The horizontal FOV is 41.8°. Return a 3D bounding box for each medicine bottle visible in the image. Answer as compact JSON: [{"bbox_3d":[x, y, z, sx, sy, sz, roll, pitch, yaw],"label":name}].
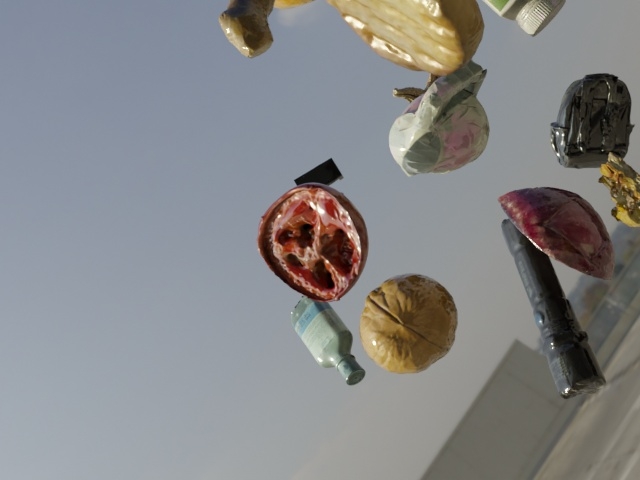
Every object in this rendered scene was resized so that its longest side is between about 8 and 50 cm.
[{"bbox_3d":[0.353,-0.471,1.552,0.088,0.188,0.132,-51,-10,34],"label":"medicine bottle"},{"bbox_3d":[0.016,0.191,1.606,0.054,0.208,0.090,19,-66,-45],"label":"medicine bottle"}]

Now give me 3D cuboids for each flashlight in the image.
[{"bbox_3d":[0.478,0.125,1.765,0.103,0.423,0.103,-11,-30,-6],"label":"flashlight"}]

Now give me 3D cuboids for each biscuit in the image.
[{"bbox_3d":[0.116,-0.329,1.175,0.091,0.274,0.213,-54,-34,-9],"label":"biscuit"}]

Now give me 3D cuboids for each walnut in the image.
[{"bbox_3d":[0.142,0.133,1.352,0.165,0.165,0.197,-59,-6,10],"label":"walnut"}]

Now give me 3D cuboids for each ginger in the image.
[{"bbox_3d":[-0.122,-0.389,1.464,0.069,0.095,0.190,72,-159,-54],"label":"ginger"}]

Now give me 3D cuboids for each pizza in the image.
[{"bbox_3d":[0.583,-0.096,1.606,0.063,0.161,0.182,-26,11,2],"label":"pizza"}]

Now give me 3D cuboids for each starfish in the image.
[{"bbox_3d":[0.259,-0.330,2.048,0.241,0.043,0.227,3,-48,-32],"label":"starfish"}]

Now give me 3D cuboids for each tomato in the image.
[{"bbox_3d":[0.000,-0.001,1.559,0.101,0.228,0.228,-23,-37,-54],"label":"tomato"}]

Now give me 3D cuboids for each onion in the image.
[{"bbox_3d":[0.528,-0.030,1.758,0.250,0.247,0.111,17,-64,-36],"label":"onion"}]

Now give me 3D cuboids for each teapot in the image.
[{"bbox_3d":[0.235,-0.214,1.593,0.178,0.163,0.222,-31,-4,-46],"label":"teapot"}]

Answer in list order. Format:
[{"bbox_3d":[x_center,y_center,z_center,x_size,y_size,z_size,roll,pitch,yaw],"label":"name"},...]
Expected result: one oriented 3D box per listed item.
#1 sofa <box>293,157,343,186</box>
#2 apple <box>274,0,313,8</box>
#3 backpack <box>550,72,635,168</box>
[{"bbox_3d":[-0.004,-0.160,2.184,0.118,0.060,0.039,-31,-14,3],"label":"sofa"},{"bbox_3d":[-0.055,-0.614,1.734,0.286,0.286,0.233,-42,-62,-37],"label":"apple"},{"bbox_3d":[0.677,-0.292,2.079,0.133,0.206,0.258,-86,-4,-63],"label":"backpack"}]
